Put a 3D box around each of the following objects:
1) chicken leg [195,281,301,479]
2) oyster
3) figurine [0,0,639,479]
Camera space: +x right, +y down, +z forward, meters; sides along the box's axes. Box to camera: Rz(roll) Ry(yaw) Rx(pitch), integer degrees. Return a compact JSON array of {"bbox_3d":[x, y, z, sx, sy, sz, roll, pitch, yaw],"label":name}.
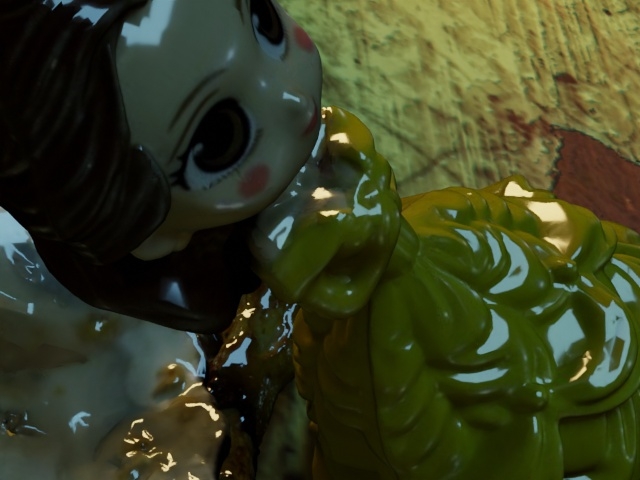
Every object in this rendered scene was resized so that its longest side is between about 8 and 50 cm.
[{"bbox_3d":[-0.039,0.035,0.609,0.093,0.070,0.178,16,52,-13],"label":"chicken leg"},{"bbox_3d":[-0.136,0.072,0.501,0.214,0.083,0.223,3,50,-24],"label":"oyster"},{"bbox_3d":[0.003,0.000,0.469,0.315,0.187,0.168,42,-7,-41],"label":"figurine"}]
